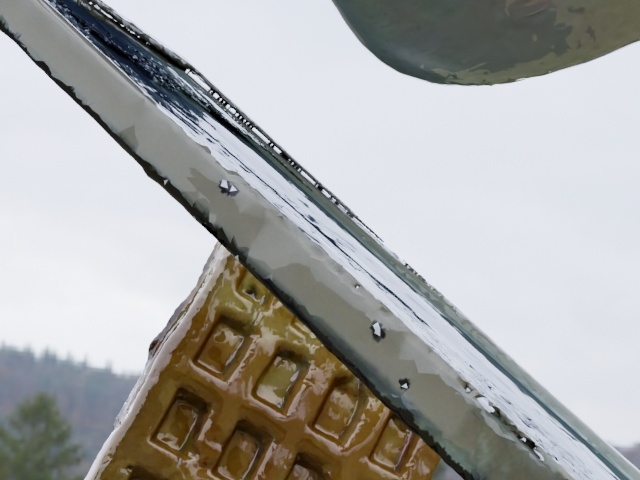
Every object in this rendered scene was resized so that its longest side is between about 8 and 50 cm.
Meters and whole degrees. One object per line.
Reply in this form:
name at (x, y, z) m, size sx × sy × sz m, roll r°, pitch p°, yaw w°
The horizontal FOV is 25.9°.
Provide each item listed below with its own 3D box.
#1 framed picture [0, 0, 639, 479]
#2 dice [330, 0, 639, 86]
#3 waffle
framed picture at (0.000, 0.000, 0.512) m, size 0.335 × 0.022 × 0.247 m, roll 42°, pitch 5°, yaw 22°
dice at (0.078, -0.192, 0.588) m, size 0.193 × 0.192 × 0.194 m, roll -21°, pitch -55°, yaw 17°
waffle at (-0.042, 0.162, 0.964) m, size 0.224 × 0.328 × 0.098 m, roll 31°, pitch -14°, yaw -7°
